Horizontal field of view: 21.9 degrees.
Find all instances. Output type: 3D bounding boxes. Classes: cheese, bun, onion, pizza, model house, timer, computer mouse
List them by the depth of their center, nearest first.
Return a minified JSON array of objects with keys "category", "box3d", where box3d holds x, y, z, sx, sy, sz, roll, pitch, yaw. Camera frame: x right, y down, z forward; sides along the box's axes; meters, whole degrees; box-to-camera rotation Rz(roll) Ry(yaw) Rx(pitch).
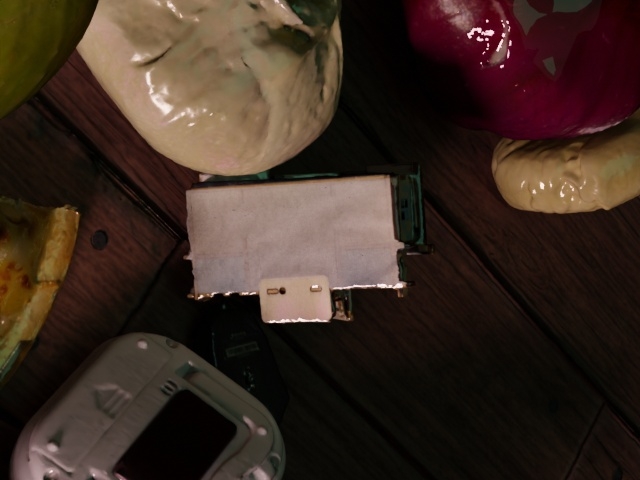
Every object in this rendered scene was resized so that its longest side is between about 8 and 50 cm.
[{"category":"pizza","box3d":[-0.329,0.044,1.614,0.188,0.081,0.204,19,79,-38]},{"category":"timer","box3d":[-0.167,0.217,1.661,0.237,0.087,0.262,35,46,5]},{"category":"bun","box3d":[-0.095,-0.249,1.719,0.361,0.213,0.361,4,84,-39]},{"category":"model house","box3d":[0.000,0.000,1.825,0.206,0.271,0.178,-18,102,-75]},{"category":"computer mouse","box3d":[-0.094,0.147,1.826,0.099,0.057,0.172,-11,84,-37]},{"category":"onion","box3d":[0.315,-0.313,1.921,0.398,0.420,0.398,8,78,-44]},{"category":"cheese","box3d":[0.336,-0.107,2.082,0.226,0.214,0.117,-41,119,-40]}]

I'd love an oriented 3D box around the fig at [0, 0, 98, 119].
[{"category":"fig","box3d":[-0.347,-0.232,1.486,0.316,0.316,0.316,0,90,-40]}]
